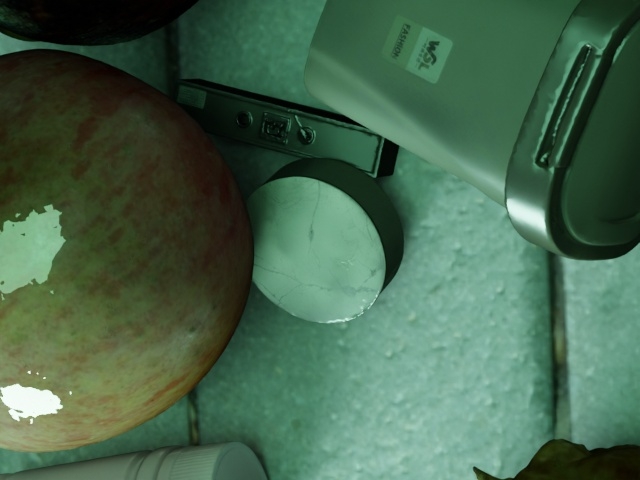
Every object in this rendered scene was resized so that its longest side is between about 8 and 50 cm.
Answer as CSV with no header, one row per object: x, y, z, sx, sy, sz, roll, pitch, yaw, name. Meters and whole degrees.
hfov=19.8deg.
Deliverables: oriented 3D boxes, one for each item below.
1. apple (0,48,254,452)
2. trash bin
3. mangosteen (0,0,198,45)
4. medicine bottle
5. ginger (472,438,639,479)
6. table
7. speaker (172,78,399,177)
-0.219,0.019,1.448,0.345,0.345,0.269,31,65,16,apple
0.144,-0.134,1.371,0.250,0.219,0.219,28,103,23,trash bin
-0.226,-0.289,1.446,0.359,0.306,0.306,-25,86,35,mangosteen
-0.175,0.249,1.569,0.250,0.133,0.133,-13,91,22,medicine bottle
0.150,0.308,1.428,0.418,0.176,0.254,-33,80,16,ginger
0.000,0.000,1.498,0.133,0.043,0.133,13,121,22,table
-0.030,-0.095,1.522,0.191,0.046,0.040,16,100,19,speaker
